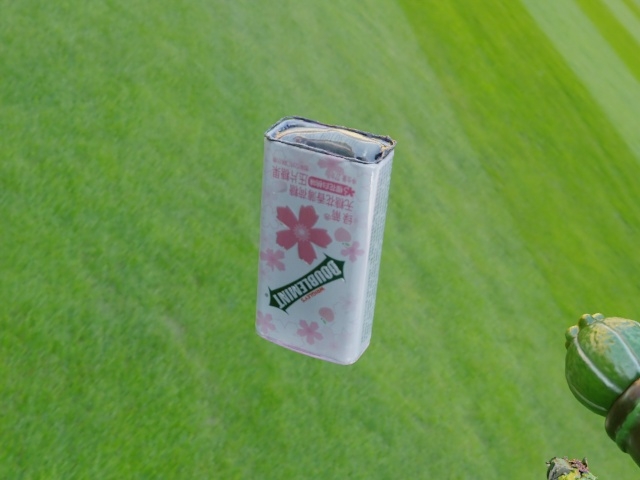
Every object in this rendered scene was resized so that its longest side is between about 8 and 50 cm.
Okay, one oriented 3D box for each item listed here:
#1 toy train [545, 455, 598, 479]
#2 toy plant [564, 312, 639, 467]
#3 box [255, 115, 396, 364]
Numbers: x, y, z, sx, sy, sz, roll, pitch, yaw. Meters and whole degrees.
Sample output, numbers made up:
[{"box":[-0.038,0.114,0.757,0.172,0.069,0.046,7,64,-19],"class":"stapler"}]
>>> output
[{"box":[0.441,0.421,1.613,0.085,0.053,0.250,12,3,7],"class":"toy train"},{"box":[0.276,0.129,0.806,0.093,0.092,0.162,20,24,-41],"class":"toy plant"},{"box":[0.000,0.000,1.427,0.190,0.369,0.112,14,32,18],"class":"box"}]
